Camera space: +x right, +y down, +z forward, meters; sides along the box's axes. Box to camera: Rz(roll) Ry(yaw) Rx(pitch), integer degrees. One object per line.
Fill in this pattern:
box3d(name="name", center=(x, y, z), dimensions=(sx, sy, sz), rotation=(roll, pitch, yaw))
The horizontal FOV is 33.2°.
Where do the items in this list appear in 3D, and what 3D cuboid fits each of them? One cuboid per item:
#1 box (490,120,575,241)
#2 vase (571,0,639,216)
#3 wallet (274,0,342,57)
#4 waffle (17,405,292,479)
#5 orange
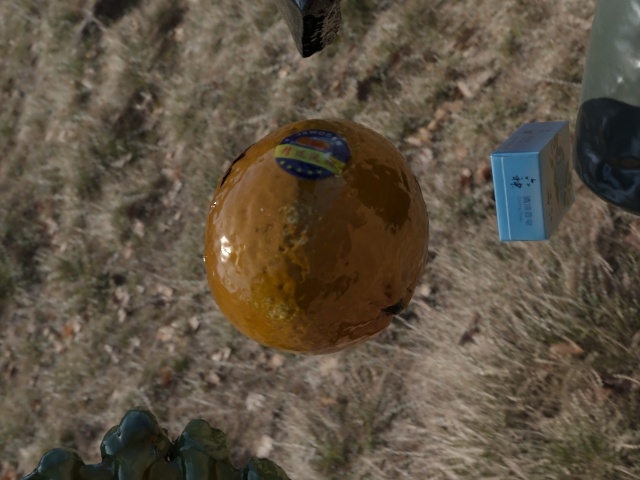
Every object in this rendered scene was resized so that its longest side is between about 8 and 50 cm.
box3d(name="box", center=(0.345, -0.099, 1.725), dimensions=(0.083, 0.232, 0.142), rotation=(-1, 107, 23))
box3d(name="vase", center=(0.325, -0.171, 0.925), dimensions=(0.245, 0.245, 0.291), rotation=(39, 138, 39))
box3d(name="wallet", center=(-0.057, -0.247, 0.733), dimensions=(0.044, 0.149, 0.250), rotation=(-30, 86, -4))
box3d(name="waffle", center=(-0.103, 0.262, 0.748), dimensions=(0.292, 0.309, 0.056), rotation=(-45, 18, 19))
box3d(name="orange", center=(-0.001, -0.002, 0.965), dimensions=(0.193, 0.219, 0.219), rotation=(21, 83, 8))
